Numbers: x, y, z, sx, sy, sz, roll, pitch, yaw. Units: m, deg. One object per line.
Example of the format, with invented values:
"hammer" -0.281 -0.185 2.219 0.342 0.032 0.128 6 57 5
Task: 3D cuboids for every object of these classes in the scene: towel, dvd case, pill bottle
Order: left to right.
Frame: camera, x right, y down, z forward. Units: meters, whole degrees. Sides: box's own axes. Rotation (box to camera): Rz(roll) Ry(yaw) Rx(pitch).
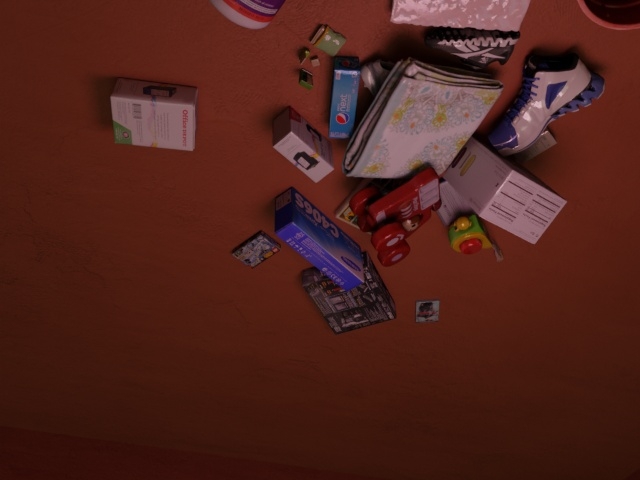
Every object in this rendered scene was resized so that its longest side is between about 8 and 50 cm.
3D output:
"pill bottle" -0.105 -0.623 1.361 0.181 0.182 0.323 27 128 -26
"towel" 0.264 -0.298 1.690 0.320 0.090 0.374 2 141 -29
"dvd case" 0.394 0.262 2.372 0.087 0.013 0.120 -4 136 2
"towel" 0.339 -0.636 1.453 0.331 0.053 0.317 3 135 -4
"dvd case" 0.457 -0.147 1.956 0.238 0.030 0.179 -21 132 19

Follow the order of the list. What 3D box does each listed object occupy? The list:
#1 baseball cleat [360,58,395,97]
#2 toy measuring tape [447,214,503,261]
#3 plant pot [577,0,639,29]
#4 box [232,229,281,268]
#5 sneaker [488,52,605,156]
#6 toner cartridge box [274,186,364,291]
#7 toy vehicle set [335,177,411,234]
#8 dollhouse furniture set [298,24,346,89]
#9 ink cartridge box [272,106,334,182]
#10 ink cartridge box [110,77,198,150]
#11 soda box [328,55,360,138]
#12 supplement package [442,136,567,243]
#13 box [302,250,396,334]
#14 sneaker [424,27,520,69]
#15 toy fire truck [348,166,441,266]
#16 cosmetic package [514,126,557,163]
"baseball cleat" 0.188 -0.383 1.673 0.109 0.072 0.206 -12 138 39
"toy measuring tape" 0.485 0.008 2.045 0.121 0.122 0.330 -24 147 21
"plant pot" 0.625 -0.622 1.323 0.272 0.265 0.273 -1 134 -1
"box" -0.211 0.031 2.116 0.137 0.027 0.094 -32 126 27
"sneaker" 0.556 -0.382 1.674 0.315 0.127 0.182 -36 122 21
"toner cartridge box" 0.000 0.000 1.996 0.075 0.165 0.348 -31 129 26
"toy vehicle set" 0.187 -0.131 1.961 0.165 0.035 0.267 24 130 -24
"dollhouse furniture set" -0.005 -0.458 1.614 0.076 0.059 0.152 24 130 -24
"ink cartridge box" -0.047 -0.262 1.760 0.072 0.128 0.175 -35 127 26
"ink cartridge box" -0.435 -0.331 1.705 0.212 0.093 0.154 6 135 -6
"soda box" 0.060 -0.373 1.691 0.067 0.071 0.210 3 135 -3
"supplement package" 0.492 -0.142 1.746 0.204 0.262 0.145 23 110 -24
"box" 0.105 0.191 2.250 0.242 0.077 0.307 -18 132 16
"sneaker" 0.372 -0.472 1.597 0.234 0.078 0.106 -1 132 -3
"toy fire truck" 0.240 -0.075 1.864 0.253 0.169 0.302 -30 155 1
"cosmetic package" 0.604 -0.275 1.825 0.115 0.041 0.060 -31 127 26
